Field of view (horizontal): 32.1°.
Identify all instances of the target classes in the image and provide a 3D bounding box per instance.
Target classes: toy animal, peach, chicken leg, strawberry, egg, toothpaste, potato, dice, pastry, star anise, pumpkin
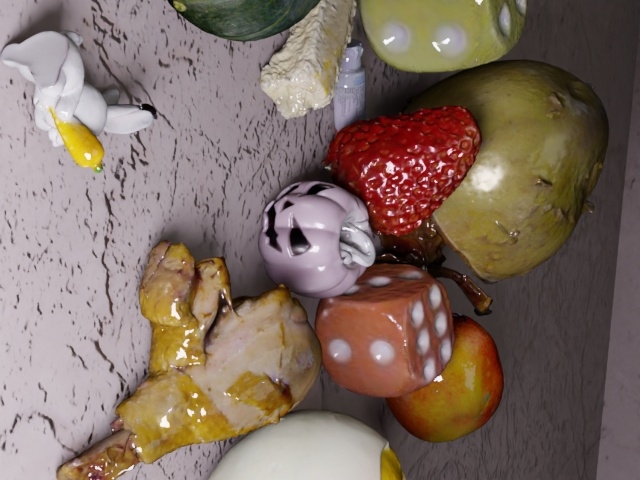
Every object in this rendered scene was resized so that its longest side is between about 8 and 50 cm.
[{"bbox_3d":[-0.259,-0.151,1.244,0.127,0.131,0.181,-50,148,-16],"label":"toy animal"},{"bbox_3d":[0.222,0.247,2.010,0.231,0.231,0.231,-9,100,-59],"label":"peach"},{"bbox_3d":[-0.180,0.155,1.404,0.409,0.182,0.295,-34,113,-36],"label":"chicken leg"},{"bbox_3d":[0.142,-0.124,1.754,0.205,0.244,0.205,52,19,-26],"label":"strawberry"},{"bbox_3d":[-0.037,0.397,1.513,0.345,0.283,0.283,-49,134,-36],"label":"egg"},{"bbox_3d":[0.049,-0.214,1.838,0.089,0.057,0.234,-41,134,-48],"label":"toothpaste"},{"bbox_3d":[0.365,-0.147,1.997,0.385,0.319,0.442,62,25,-4],"label":"potato"},{"bbox_3d":[0.108,0.149,1.833,0.174,0.179,0.175,-33,123,-49],"label":"dice"},{"bbox_3d":[-0.012,-0.305,1.691,0.121,0.089,0.258,43,53,-38],"label":"pastry"},{"bbox_3d":[0.208,0.036,2.027,0.346,0.148,0.237,49,49,-29],"label":"star anise"},{"bbox_3d":[0.211,-0.429,1.906,0.227,0.238,0.233,-47,131,-49],"label":"dice"},{"bbox_3d":[-0.088,-0.401,1.424,0.300,0.207,0.300,-37,133,-54],"label":"pumpkin"}]

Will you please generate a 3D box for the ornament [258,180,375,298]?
[{"bbox_3d":[0.000,-0.001,1.657,0.177,0.177,0.177,-9,100,-59],"label":"ornament"}]
